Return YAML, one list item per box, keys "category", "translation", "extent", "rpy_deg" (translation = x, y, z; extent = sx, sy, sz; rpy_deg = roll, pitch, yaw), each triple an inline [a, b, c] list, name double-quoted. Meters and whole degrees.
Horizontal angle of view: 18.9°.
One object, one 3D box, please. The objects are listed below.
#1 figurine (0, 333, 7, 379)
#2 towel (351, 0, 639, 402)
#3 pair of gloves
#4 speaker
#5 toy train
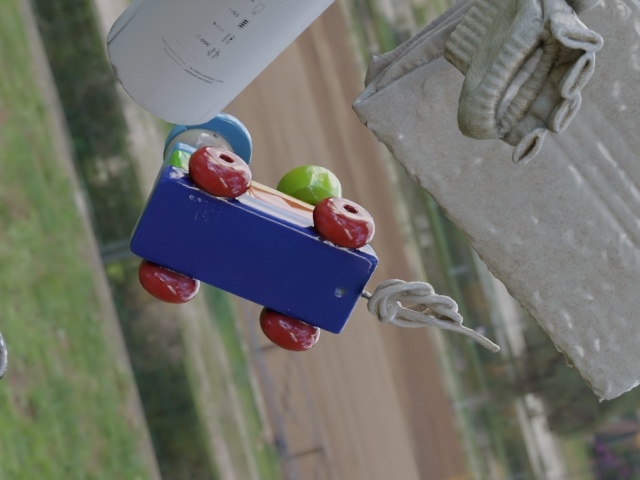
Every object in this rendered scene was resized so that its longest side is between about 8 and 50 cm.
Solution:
- category: "figurine"
  translation: [-0.361, 0.053, 1.367]
  extent: [0.092, 0.209, 0.215]
  rpy_deg: [-20, -81, 54]
- category: "towel"
  translation: [0.170, -0.044, 1.208]
  extent: [0.282, 0.187, 0.049]
  rpy_deg: [50, 20, -16]
- category: "pair of gloves"
  translation: [0.140, -0.161, 1.028]
  extent: [0.042, 0.240, 0.204]
  rpy_deg: [28, 21, -17]
- category: "speaker"
  translation: [-0.023, -0.097, 0.699]
  extent: [0.055, 0.136, 0.055]
  rpy_deg: [20, 52, -27]
- category: "toy train"
  translation: [0.000, 0.000, 1.294]
  extent: [0.143, 0.248, 0.105]
  rpy_deg: [-92, -153, -62]
